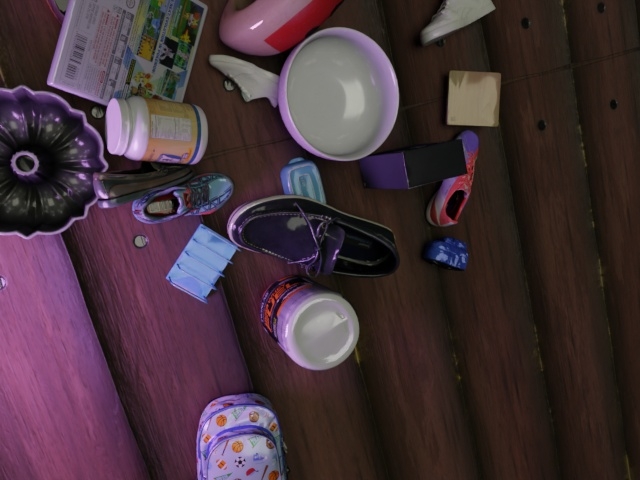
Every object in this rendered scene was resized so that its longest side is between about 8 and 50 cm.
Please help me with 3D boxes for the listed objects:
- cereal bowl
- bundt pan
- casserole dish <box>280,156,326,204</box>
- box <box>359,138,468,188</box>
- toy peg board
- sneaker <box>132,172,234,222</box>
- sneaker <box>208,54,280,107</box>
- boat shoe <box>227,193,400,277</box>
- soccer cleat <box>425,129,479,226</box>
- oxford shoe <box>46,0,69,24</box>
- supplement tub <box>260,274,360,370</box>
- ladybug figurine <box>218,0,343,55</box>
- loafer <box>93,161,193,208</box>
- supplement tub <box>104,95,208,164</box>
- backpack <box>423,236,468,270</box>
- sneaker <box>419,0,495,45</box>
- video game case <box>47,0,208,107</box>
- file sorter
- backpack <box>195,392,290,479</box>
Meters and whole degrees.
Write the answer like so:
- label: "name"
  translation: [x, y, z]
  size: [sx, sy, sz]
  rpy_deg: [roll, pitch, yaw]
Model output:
- label: "cereal bowl"
  translation: [0.035, -0.381, 1.363]
  size: [0.339, 0.141, 0.338]
  rpy_deg: [-4, 100, -26]
- label: "bundt pan"
  translation: [-0.656, -0.171, 1.146]
  size: [0.331, 0.124, 0.330]
  rpy_deg: [-2, 96, -21]
- label: "casserole dish"
  translation: [-0.042, -0.140, 1.427]
  size: [0.114, 0.037, 0.188]
  rpy_deg: [-18, 101, -18]
- label: "box"
  translation: [0.247, -0.208, 1.406]
  size: [0.185, 0.261, 0.103]
  rpy_deg: [-18, 102, -18]
- label: "toy peg board"
  translation: [0.461, -0.432, 1.573]
  size: [0.161, 0.079, 0.161]
  rpy_deg: [1, 95, -5]
- label: "sneaker"
  translation: [-0.333, -0.097, 1.274]
  size: [0.262, 0.125, 0.104]
  rpy_deg: [-22, 104, -17]
- label: "sneaker"
  translation: [-0.194, -0.413, 1.323]
  size: [0.212, 0.080, 0.094]
  rpy_deg: [16, 102, -23]
- label: "boat shoe"
  translation: [0.000, 0.000, 1.376]
  size: [0.501, 0.156, 0.186]
  rpy_deg: [12, 115, -22]
- label: "soccer cleat"
  translation: [0.427, -0.189, 1.553]
  size: [0.109, 0.116, 0.318]
  rpy_deg: [24, 88, -21]
- label: "oxford shoe"
  translation: [-0.539, -0.476, 1.168]
  size: [0.097, 0.098, 0.271]
  rpy_deg: [-39, 107, -12]
- label: "supplement tub"
  translation: [-0.044, 0.197, 1.313]
  size: [0.194, 0.316, 0.193]
  rpy_deg: [-2, 96, -20]
- label: "ladybug figurine"
  translation: [-0.052, -0.608, 1.212]
  size: [0.449, 0.305, 0.162]
  rpy_deg: [-34, 133, 24]
- label: "loafer"
  translation: [-0.410, -0.155, 1.198]
  size: [0.267, 0.096, 0.084]
  rpy_deg: [-37, 122, -50]
- label: "supplement tub"
  translation: [-0.378, -0.254, 1.176]
  size: [0.200, 0.144, 0.144]
  rpy_deg: [-2, 97, -38]
- label: "backpack"
  translation: [0.384, 0.038, 1.577]
  size: [0.120, 0.098, 0.101]
  rpy_deg: [14, 82, -9]
- label: "sneaker"
  translation: [0.372, -0.696, 1.490]
  size: [0.293, 0.108, 0.169]
  rpy_deg: [-36, 105, -24]
- label: "video game case"
  translation: [-0.435, -0.462, 1.184]
  size: [0.300, 0.036, 0.328]
  rpy_deg: [15, 90, -45]
- label: "file sorter"
  translation: [-0.299, 0.061, 1.316]
  size: [0.118, 0.104, 0.170]
  rpy_deg: [34, 83, -21]
- label: "backpack"
  translation: [-0.215, 0.552, 1.357]
  size: [0.277, 0.213, 0.263]
  rpy_deg: [-7, 88, -17]
